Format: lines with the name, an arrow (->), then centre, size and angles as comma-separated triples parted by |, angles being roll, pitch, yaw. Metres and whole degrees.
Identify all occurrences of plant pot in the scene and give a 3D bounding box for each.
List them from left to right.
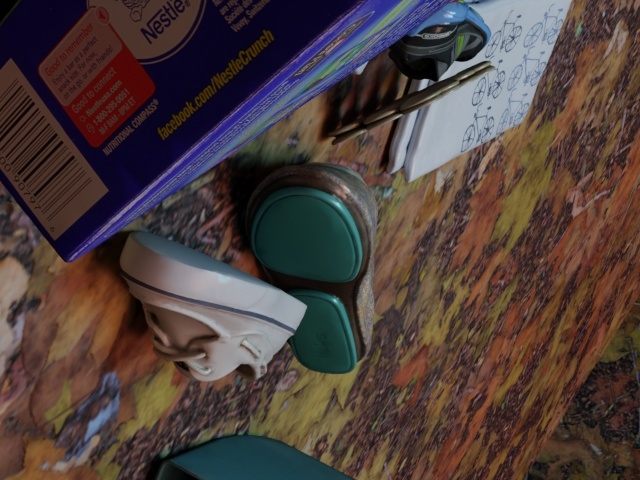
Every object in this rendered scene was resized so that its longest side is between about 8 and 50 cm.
plant pot -> -0.055, 0.277, 1.228 | 0.166, 0.165, 0.234 | -68, 167, 12

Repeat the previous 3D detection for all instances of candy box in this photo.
candy box -> -0.003, -0.151, 0.710 | 0.268, 0.122, 0.317 | -35, -178, 43

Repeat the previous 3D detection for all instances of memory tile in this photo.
memory tile -> 0.079, -0.120, 1.158 | 0.148, 0.113, 0.012 | -33, 100, -55

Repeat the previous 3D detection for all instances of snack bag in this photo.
snack bag -> 0.192, -0.243, 1.345 | 0.323, 0.037, 0.343 | -26, 138, -57

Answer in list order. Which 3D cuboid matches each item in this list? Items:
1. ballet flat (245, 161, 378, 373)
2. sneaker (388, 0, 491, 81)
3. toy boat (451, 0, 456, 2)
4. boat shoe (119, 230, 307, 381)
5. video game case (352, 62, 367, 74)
ballet flat -> 0.000, 0.000, 1.129 | 0.316, 0.107, 0.106 | 90, 13, -59
sneaker -> 0.093, -0.174, 1.132 | 0.078, 0.067, 0.188 | -52, 170, 13
toy boat -> 0.103, -0.271, 0.895 | 0.151, 0.151, 0.231 | -8, 115, -50
boat shoe -> -0.085, 0.059, 0.988 | 0.088, 0.096, 0.267 | -66, 167, -3
video game case -> 0.047, -0.240, 1.030 | 0.173, 0.022, 0.190 | -59, 159, -10
